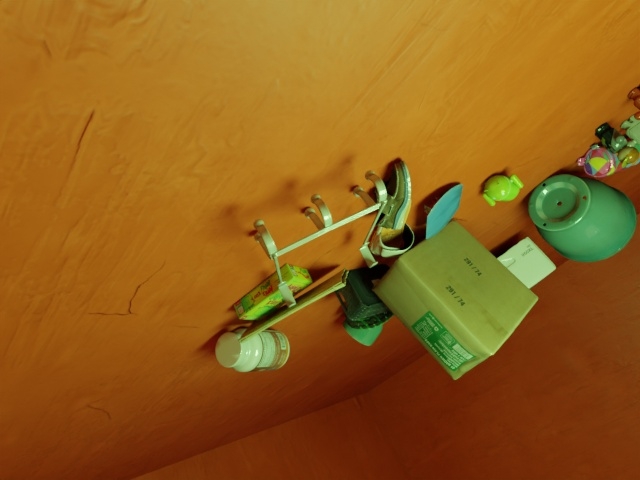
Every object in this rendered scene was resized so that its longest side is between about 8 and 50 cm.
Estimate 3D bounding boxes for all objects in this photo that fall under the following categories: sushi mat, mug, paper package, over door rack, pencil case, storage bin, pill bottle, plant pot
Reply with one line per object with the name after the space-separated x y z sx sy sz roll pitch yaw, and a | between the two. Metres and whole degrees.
-0.067 0.168 1.092 0.316 0.019 0.151 -32 -175 13 | sushi mat
0.152 0.290 1.515 0.129 0.158 0.097 25 104 -38 | mug
0.363 0.146 1.148 0.309 0.325 0.168 -29 158 -37 | paper package
0.000 0.000 0.853 0.239 0.108 0.324 -25 155 -9 | over door rack
0.925 -0.267 1.306 0.236 0.105 0.104 -17 151 -19 | pencil case
0.146 0.150 1.245 0.180 0.122 0.084 -7 147 -37 | storage bin
-0.193 0.311 1.201 0.121 0.121 0.216 -37 152 17 | pill bottle
0.814 -0.089 1.354 0.255 0.272 0.272 17 130 -36 | plant pot

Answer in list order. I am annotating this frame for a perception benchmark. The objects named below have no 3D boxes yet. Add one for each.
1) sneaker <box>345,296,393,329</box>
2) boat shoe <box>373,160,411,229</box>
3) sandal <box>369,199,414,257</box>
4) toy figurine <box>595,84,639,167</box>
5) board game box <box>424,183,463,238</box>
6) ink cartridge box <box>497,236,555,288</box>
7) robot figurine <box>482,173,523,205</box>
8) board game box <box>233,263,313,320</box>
0.241 0.198 1.413 0.343 0.134 0.146 -29 154 0 | sneaker
0.147 -0.087 0.887 0.066 0.066 0.183 -5 137 -2 | boat shoe
0.187 -0.009 1.055 0.101 0.076 0.265 -24 153 -10 | sandal
0.892 -0.313 1.129 0.212 0.148 0.210 -16 151 -25 | toy figurine
0.308 -0.082 1.089 0.133 0.033 0.169 -41 151 -13 | board game box
0.803 0.166 1.802 0.285 0.166 0.395 -40 159 8 | ink cartridge box
0.486 -0.140 1.127 0.115 0.067 0.101 -2 155 -42 | robot figurine
-0.117 0.132 1.044 0.181 0.043 0.092 -38 152 17 | board game box
